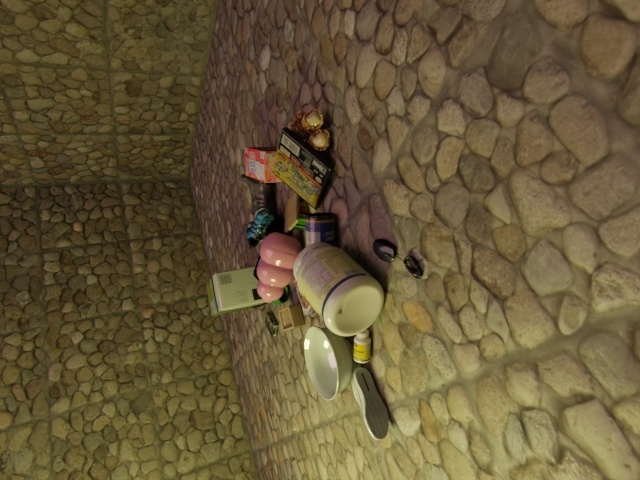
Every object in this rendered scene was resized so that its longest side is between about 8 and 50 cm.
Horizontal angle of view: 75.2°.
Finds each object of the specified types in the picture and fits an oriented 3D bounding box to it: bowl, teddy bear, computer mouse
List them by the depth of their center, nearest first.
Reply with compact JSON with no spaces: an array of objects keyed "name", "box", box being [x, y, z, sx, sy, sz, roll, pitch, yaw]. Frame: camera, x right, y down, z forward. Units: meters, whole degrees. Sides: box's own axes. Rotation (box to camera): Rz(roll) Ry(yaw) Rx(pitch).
[{"name":"computer mouse","box":[0.240,0.058,1.346,0.242,0.041,0.071,37,127,54]},{"name":"bowl","box":[0.053,0.487,1.709,0.297,0.133,0.299,25,119,58]},{"name":"teddy bear","box":[-0.062,-0.422,1.752,0.245,0.113,0.338,57,146,10]}]

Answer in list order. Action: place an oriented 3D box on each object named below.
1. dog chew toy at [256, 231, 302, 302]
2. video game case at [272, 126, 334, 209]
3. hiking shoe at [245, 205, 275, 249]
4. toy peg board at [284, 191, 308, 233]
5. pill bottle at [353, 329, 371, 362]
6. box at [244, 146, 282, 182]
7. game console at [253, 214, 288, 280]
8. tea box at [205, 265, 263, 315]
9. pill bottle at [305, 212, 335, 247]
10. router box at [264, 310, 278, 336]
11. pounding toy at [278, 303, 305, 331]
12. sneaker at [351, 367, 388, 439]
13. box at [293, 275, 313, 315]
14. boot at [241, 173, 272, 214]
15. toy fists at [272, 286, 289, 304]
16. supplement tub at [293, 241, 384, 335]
[{"name":"dog chew toy","box":[-0.211,0.132,1.988,0.206,0.206,0.333,16,90,61]},{"name":"video game case","box":[-0.080,-0.297,1.740,0.274,0.035,0.248,42,144,15]},{"name":"hiking shoe","box":[-0.307,-0.069,2.187,0.304,0.113,0.132,-46,45,53]},{"name":"toy peg board","box":[-0.105,-0.130,1.948,0.161,0.079,0.161,140,135,-58]},{"name":"pill bottle","box":[0.157,0.394,1.561,0.065,0.065,0.117,24,117,59]},{"name":"box","box":[-0.272,-0.389,2.110,0.299,0.141,0.154,27,120,58]},{"name":"game console","box":[-0.266,0.047,2.189,0.213,0.043,0.362,37,108,58]},{"name":"tea box","box":[-0.486,0.303,2.490,0.323,0.328,0.220,-34,67,59]},{"name":"pill bottle","box":[0.000,0.000,1.704,0.122,0.122,0.220,17,112,60]},{"name":"router box","box":[-0.291,0.497,2.479,0.122,0.038,0.092,51,140,45]},{"name":"pounding toy","box":[-0.147,0.389,2.136,0.141,0.100,0.130,-31,69,49]},{"name":"sneaker","box":[0.185,0.610,1.554,0.091,0.094,0.258,103,156,-56]},{"name":"box","box":[-0.033,0.191,1.885,0.293,0.057,0.201,-55,49,53]},{"name":"boot","box":[-0.368,-0.253,2.331,0.338,0.118,0.223,-153,65,-62]},{"name":"toy fists","box":[-0.236,0.205,2.245,0.142,0.096,0.280,0,95,53]},{"name":"supplement tub","box":[0.054,0.165,1.518,0.325,0.235,0.236,44,134,51]}]
